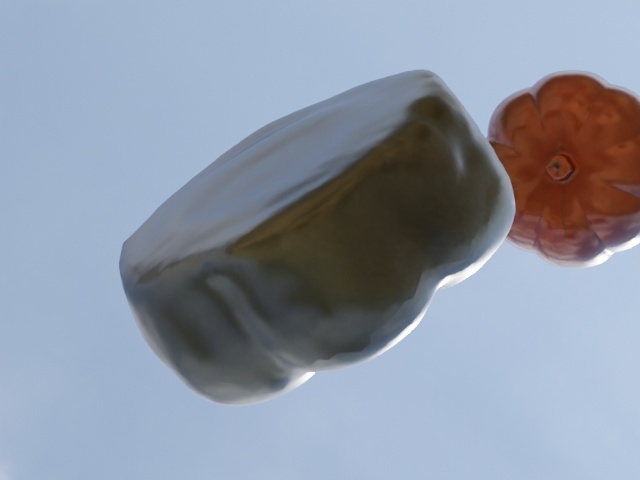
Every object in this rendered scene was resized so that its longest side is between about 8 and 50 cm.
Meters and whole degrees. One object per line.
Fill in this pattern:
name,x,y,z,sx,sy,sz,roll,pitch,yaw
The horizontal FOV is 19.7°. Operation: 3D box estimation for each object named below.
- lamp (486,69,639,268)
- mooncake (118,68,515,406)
lamp,0.236,-0.067,1.733,0.187,0.187,0.164,25,-171,15
mooncake,0.000,0.000,1.206,0.135,0.275,0.275,57,-138,-13
